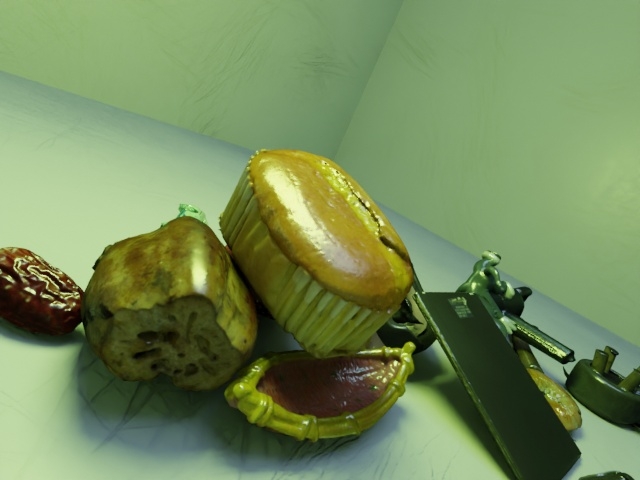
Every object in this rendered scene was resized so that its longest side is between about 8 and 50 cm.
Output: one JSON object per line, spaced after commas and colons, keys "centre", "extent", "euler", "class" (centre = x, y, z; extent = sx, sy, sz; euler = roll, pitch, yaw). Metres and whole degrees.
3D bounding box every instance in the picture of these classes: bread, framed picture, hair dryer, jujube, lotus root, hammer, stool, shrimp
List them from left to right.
{"centre": [-0.334, 0.062, 0.466], "extent": [0.129, 0.077, 0.077], "euler": [36, 15, -1], "class": "jujube"}
{"centre": [-0.185, 0.067, 0.494], "extent": [0.193, 0.193, 0.291], "euler": [18, 9, -23], "class": "lotus root"}
{"centre": [0.000, 0.000, 0.536], "extent": [0.204, 0.156, 0.288], "euler": [1, 45, -42], "class": "bread"}
{"centre": [0.312, 0.236, 0.705], "extent": [0.255, 0.014, 0.338], "euler": [7, 48, -46], "class": "framed picture"}
{"centre": [0.578, 0.290, 1.153], "extent": [0.168, 0.044, 0.440], "euler": [29, 15, 12], "class": "hammer"}
{"centre": [0.558, 0.226, 1.087], "extent": [0.245, 0.116, 0.302], "euler": [-4, 27, -32], "class": "hair dryer"}
{"centre": [0.418, 0.315, 0.798], "extent": [0.267, 0.061, 0.145], "euler": [18, 25, -30], "class": "shrimp"}
{"centre": [0.726, 0.355, 0.976], "extent": [0.228, 0.139, 0.153], "euler": [22, 16, 1], "class": "stool"}

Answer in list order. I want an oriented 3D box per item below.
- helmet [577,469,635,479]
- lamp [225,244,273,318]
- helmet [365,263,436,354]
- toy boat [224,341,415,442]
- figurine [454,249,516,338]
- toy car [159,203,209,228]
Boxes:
{"centre": [0.395, 0.371, 0.476], "extent": [0.177, 0.107, 0.153], "euler": [8, 14, 13], "class": "helmet"}
{"centre": [-0.091, 0.070, 0.676], "extent": [0.182, 0.140, 0.182], "euler": [22, -22, 9], "class": "lamp"}
{"centre": [0.128, 0.133, 0.787], "extent": [0.198, 0.154, 0.253], "euler": [65, 15, 9], "class": "helmet"}
{"centre": [0.009, 0.187, 0.519], "extent": [0.318, 0.099, 0.141], "euler": [5, 27, -45], "class": "toy boat"}
{"centre": [0.399, 0.153, 0.989], "extent": [0.193, 0.265, 0.140], "euler": [29, -5, 23], "class": "figurine"}
{"centre": [-0.260, -0.001, 0.756], "extent": [0.076, 0.090, 0.224], "euler": [27, 14, -14], "class": "toy car"}
